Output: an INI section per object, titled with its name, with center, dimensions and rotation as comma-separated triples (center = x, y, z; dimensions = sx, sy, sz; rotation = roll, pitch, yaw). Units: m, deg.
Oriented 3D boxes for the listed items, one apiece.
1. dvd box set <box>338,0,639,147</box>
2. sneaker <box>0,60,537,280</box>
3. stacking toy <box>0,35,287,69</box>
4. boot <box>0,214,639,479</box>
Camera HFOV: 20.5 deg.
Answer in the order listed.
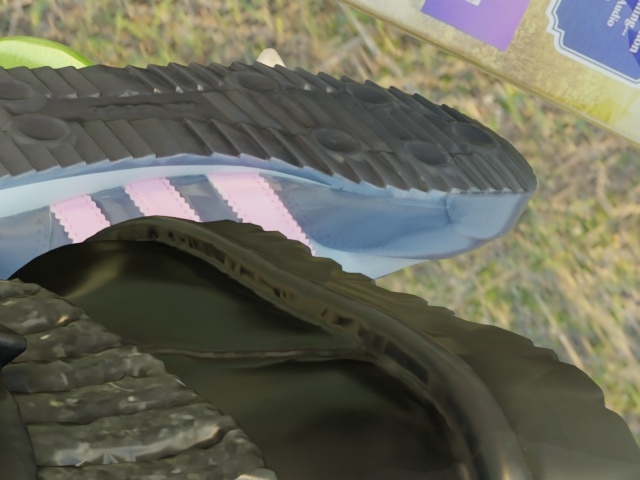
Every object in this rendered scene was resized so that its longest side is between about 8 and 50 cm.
[dvd box set]
center = 0.227, -0.159, 0.721
dimensions = 0.308, 0.420, 0.062
rotation = -64, 160, 6
[sneaker]
center = -0.063, 0.003, 0.736
dimensions = 0.319, 0.112, 0.131
rotation = -1, 122, -26
[stacking toy]
center = -0.128, -0.141, 0.946
dimensions = 0.309, 0.280, 0.130
rotation = -12, 171, 4
[boot]
center = -0.114, 0.056, 0.433
dimensions = 0.260, 0.348, 0.131
rotation = 0, 89, -24
